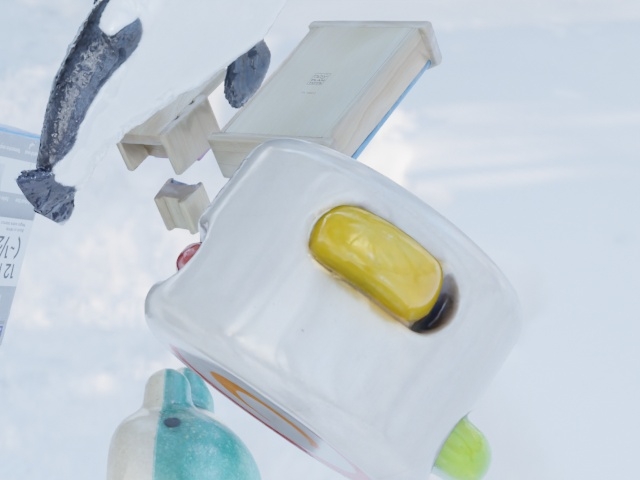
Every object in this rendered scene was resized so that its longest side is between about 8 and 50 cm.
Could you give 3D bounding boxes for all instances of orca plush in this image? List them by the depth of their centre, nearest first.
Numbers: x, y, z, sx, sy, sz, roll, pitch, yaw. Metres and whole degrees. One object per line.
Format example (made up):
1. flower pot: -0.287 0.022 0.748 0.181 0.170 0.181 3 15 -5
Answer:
1. orca plush: -0.124 -0.141 1.055 0.102 0.287 0.151 31 0 45

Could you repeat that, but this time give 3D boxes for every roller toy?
1. roller toy: 0.010 0.037 0.837 0.191 0.209 0.146 25 75 40

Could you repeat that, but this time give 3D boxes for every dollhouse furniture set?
1. dollhouse furniture set: 0.006 -0.036 1.461 0.286 0.303 0.198 6 42 35

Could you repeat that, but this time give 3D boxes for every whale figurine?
1. whale figurine: -0.119 0.221 1.419 0.141 0.216 0.272 0 19 4

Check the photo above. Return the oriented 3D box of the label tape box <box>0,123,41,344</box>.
1. label tape box: -0.416 0.037 1.499 0.115 0.347 0.249 14 1 21
